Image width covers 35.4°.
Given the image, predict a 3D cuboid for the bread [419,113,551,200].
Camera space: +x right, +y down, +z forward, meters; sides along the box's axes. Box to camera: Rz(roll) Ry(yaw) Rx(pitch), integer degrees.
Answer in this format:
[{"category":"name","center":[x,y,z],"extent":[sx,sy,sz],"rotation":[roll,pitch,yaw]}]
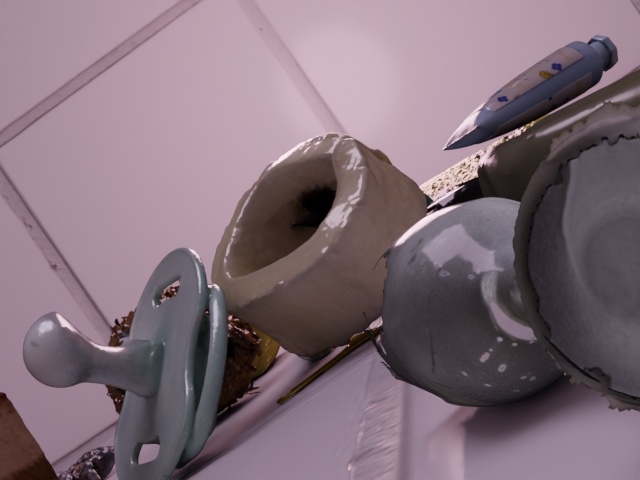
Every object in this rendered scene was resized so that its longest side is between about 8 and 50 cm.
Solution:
[{"category":"bread","center":[0.253,-0.078,1.665],"extent":[0.361,0.077,0.138],"rotation":[-29,29,44]}]

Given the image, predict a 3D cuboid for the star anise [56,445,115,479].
[{"category":"star anise","center":[-0.460,0.449,1.903],"extent":[0.205,0.061,0.180],"rotation":[-35,0,18]}]

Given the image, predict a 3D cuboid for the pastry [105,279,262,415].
[{"category":"pastry","center":[-0.223,0.200,1.643],"extent":[0.275,0.275,0.193],"rotation":[-34,-36,0]}]

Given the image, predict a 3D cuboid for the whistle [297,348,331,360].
[{"category":"whistle","center":[-0.020,0.151,1.642],"extent":[0.068,0.057,0.326],"rotation":[8,1,-1]}]

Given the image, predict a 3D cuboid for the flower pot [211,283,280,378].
[{"category":"flower pot","center":[-0.164,0.181,1.884],"extent":[0.195,0.195,0.179],"rotation":[-34,12,5]}]

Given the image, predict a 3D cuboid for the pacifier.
[{"category":"pacifier","center":[-0.251,0.158,1.311],"extent":[0.269,0.343,0.288],"rotation":[14,-26,-30]}]

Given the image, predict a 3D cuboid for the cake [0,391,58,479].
[{"category":"cake","center":[-0.442,0.311,1.178],"extent":[0.199,0.293,0.196],"rotation":[-29,3,34]}]

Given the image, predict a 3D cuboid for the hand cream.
[{"category":"hand cream","center":[0.178,-0.121,0.832],"extent":[0.171,0.043,0.065],"rotation":[-33,-1,-22]}]

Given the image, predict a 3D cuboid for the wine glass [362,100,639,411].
[{"category":"wine glass","center":[0.118,0.031,0.579],"extent":[0.143,0.143,0.321],"rotation":[-35,-2,-17]}]

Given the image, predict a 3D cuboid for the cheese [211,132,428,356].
[{"category":"cheese","center":[-0.001,-0.004,1.415],"extent":[0.332,0.153,0.292],"rotation":[-17,45,48]}]

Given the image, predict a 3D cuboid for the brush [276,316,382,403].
[{"category":"brush","center":[0.019,0.161,1.357],"extent":[0.205,0.011,0.083],"rotation":[-36,2,-27]}]

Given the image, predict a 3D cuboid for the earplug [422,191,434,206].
[{"category":"earplug","center":[0.082,0.014,1.631],"extent":[0.258,0.163,0.280],"rotation":[-27,-11,6]}]

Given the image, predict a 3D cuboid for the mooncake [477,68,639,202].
[{"category":"mooncake","center":[0.261,-0.070,0.782],"extent":[0.275,0.135,0.275],"rotation":[-31,1,0]}]

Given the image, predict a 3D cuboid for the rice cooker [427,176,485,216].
[{"category":"rice cooker","center":[0.220,-0.035,1.458],"extent":[0.165,0.106,0.112],"rotation":[-39,3,-29]}]
